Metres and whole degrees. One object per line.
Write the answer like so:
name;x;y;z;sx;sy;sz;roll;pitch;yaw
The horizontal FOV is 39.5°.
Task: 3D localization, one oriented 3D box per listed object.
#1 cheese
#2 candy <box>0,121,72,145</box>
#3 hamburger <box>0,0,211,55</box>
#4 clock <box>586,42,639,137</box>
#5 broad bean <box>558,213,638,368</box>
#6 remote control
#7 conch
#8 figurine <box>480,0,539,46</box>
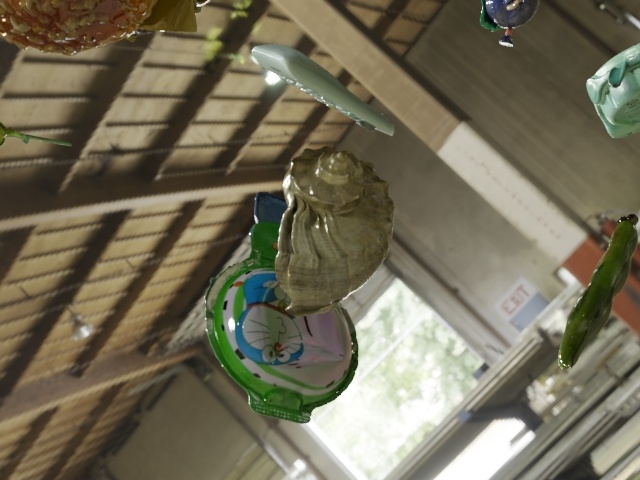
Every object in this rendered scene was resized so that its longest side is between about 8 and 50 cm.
cheese;-0.043;0.071;1.081;0.083;0.204;0.320;-49;31;45
candy;-0.357;-0.123;1.072;0.123;0.035;0.035;5;-59;-42
hamburger;-0.223;-0.306;0.815;0.291;0.291;0.225;-55;-6;36
clock;0.276;-0.133;0.751;0.101;0.041;0.135;-24;-19;24
broad bean;0.385;0.056;1.203;0.297;0.043;0.060;-53;4;-31
remote control;0.012;-0.256;1.514;0.293;0.103;0.051;26;-87;-45
conch;0.000;0.000;0.898;0.155;0.130;0.207;-26;-35;-36
figurine;0.348;-0.433;1.548;0.111;0.102;0.195;-56;5;-31
